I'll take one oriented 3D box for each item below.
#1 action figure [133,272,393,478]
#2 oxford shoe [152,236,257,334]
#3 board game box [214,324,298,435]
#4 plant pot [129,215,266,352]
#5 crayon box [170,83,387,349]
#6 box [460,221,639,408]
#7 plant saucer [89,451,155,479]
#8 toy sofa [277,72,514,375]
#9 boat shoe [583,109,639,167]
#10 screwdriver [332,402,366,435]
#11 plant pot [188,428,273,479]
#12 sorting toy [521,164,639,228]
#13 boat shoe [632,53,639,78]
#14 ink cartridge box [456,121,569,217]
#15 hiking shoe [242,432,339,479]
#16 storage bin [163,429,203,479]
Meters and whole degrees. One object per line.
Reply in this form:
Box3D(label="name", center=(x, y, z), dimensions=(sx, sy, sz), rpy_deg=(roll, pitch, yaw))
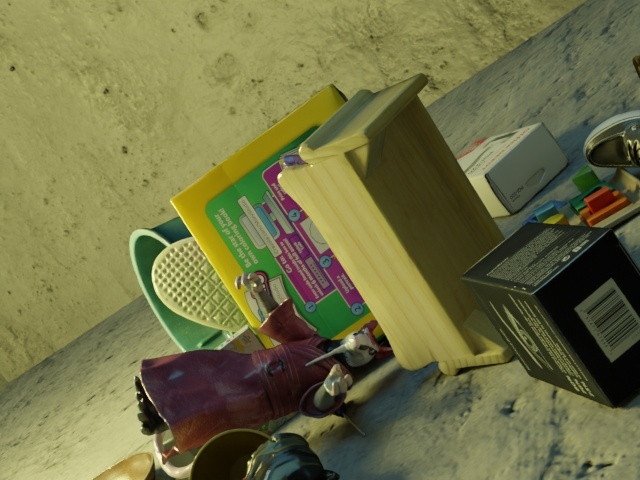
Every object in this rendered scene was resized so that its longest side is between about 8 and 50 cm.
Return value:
Box3D(label="action figure", center=(-0.066, 0.211, 1.579), dimensions=(0.370, 0.275, 0.248), rpy_deg=(-15, 43, -9))
Box3D(label="oxford shoe", center=(-0.050, 0.065, 1.877), dimensions=(0.449, 0.169, 0.130), rpy_deg=(-2, 2, 4))
Box3D(label="board game box", center=(-0.105, 0.219, 1.730), dimensions=(0.103, 0.154, 0.026), rpy_deg=(-38, 11, -1))
Box3D(label="plant pot", center=(-0.120, 0.047, 2.128), dimensions=(0.334, 0.341, 0.341), rpy_deg=(-32, 8, -25))
Box3D(label="crayon box", center=(0.000, 0.000, 1.747), dimensions=(0.313, 0.363, 0.106), rpy_deg=(-35, -11, 8))
Box3D(label="box", center=(0.261, 0.072, 1.205), dimensions=(0.108, 0.153, 0.207), rpy_deg=(-38, 12, -9))
Box3D(label="plant saucer", center=(-0.382, 0.465, 1.852), dimensions=(0.311, 0.050, 0.310), rpy_deg=(-35, 12, 8))
Box3D(label="toy sofa", center=(0.122, -0.013, 1.445), dimensions=(0.177, 0.362, 0.150), rpy_deg=(-16, 23, 48))
Box3D(label="boat shoe", center=(0.469, -0.135, 1.596), dimensions=(0.229, 0.080, 0.076), rpy_deg=(-9, 32, 36))
Box3D(label="screwdriver", center=(0.033, 0.242, 1.559), dimensions=(0.025, 0.024, 0.170), rpy_deg=(-9, 10, -9))
Box3D(label="plant pot", center=(-0.091, 0.307, 1.451), dimensions=(0.134, 0.134, 0.095), rpy_deg=(-37, -11, 1))
Box3D(label="sorting toy", center=(0.362, -0.038, 1.619), dimensions=(0.196, 0.047, 0.347), rpy_deg=(-35, 11, 8))
Box3D(label="boat shoe", center=(0.595, -0.310, 1.985), dimensions=(0.072, 0.068, 0.190), rpy_deg=(-23, 13, 10))
Box3D(label="ink cartridge box", center=(0.305, -0.113, 1.997), dimensions=(0.158, 0.092, 0.218), rpy_deg=(-41, 14, -20))
Box3D(label="hiking shoe", center=(-0.076, 0.334, 1.329), dimensions=(0.227, 0.086, 0.114), rpy_deg=(-54, 34, -3))
Box3D(label="storage bin", center=(-0.200, 0.321, 1.771), dimensions=(0.098, 0.091, 0.135), rpy_deg=(-33, 11, 21))
